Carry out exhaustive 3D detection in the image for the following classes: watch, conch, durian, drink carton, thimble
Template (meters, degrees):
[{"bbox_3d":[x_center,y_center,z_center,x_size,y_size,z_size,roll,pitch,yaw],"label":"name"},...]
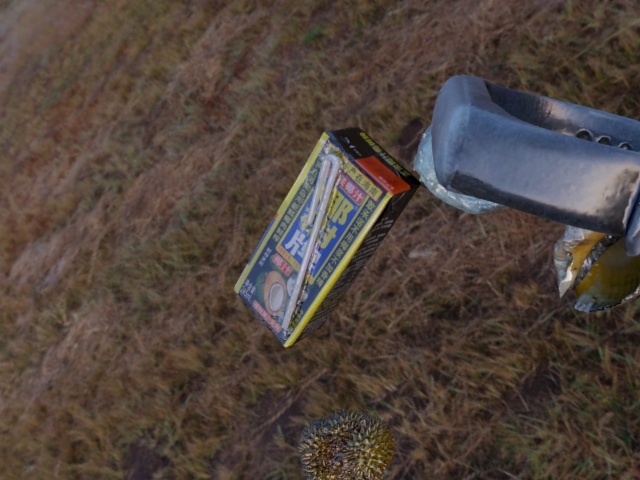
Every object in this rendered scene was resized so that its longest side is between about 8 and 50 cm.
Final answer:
[{"bbox_3d":[0.172,-0.057,0.460,0.206,0.192,0.068,-72,-5,-69],"label":"watch"},{"bbox_3d":[0.414,0.002,0.978,0.178,0.162,0.245,-83,14,-57],"label":"conch"},{"bbox_3d":[0.042,0.334,1.101,0.158,0.168,0.137,4,86,16],"label":"durian"},{"bbox_3d":[0.000,0.000,0.524,0.056,0.071,0.166,-25,-27,-51],"label":"drink carton"},{"bbox_3d":[0.310,-0.166,1.384,0.250,0.205,0.172,-9,20,0],"label":"thimble"}]
